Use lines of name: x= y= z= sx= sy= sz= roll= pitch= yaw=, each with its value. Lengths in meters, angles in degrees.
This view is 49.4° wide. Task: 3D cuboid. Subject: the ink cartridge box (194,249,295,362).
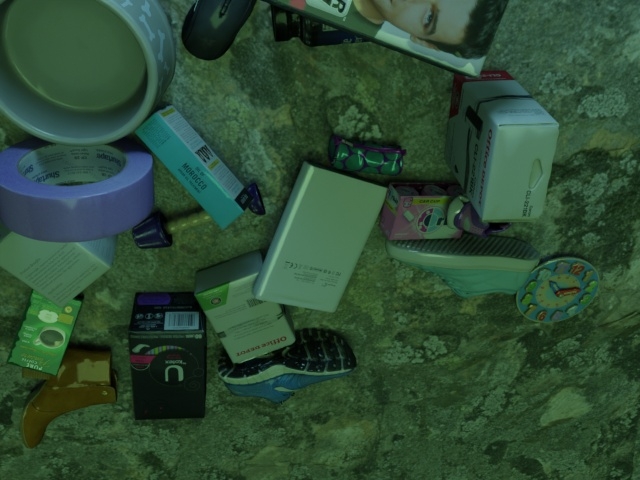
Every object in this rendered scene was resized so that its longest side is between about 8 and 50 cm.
ink cartridge box: x=-0.168 y=0.153 z=1.573 sx=0.160 sy=0.092 sz=0.219 roll=-19 pitch=123 yaw=3

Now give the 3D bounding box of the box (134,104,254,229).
box: x=-0.237 y=-0.141 z=1.332 sx=0.060 sy=0.100 sz=0.244 roll=-37 pitch=101 yaw=17

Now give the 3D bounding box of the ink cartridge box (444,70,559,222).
ink cartridge box: x=0.333 y=-0.184 z=1.323 sx=0.114 sy=0.273 sz=0.197 roll=-3 pitch=122 yaw=-6

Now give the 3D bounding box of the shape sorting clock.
shape sorting clock: x=0.578 y=0.125 z=1.694 sx=0.206 sy=0.040 sz=0.206 roll=-4 pitch=122 yaw=-6

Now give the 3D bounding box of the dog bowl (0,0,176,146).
dog bowl: x=-0.431 y=-0.316 z=1.206 sx=0.349 sy=0.102 sz=0.349 roll=-1 pitch=129 yaw=-2

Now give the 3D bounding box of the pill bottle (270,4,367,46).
pill bottle: x=0.024 y=-0.408 z=1.226 sx=0.219 sy=0.123 sz=0.123 roll=-6 pitch=123 yaw=-4

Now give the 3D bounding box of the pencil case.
pencil case: x=0.093 y=-0.173 z=1.420 sx=0.152 sy=0.064 sz=0.070 roll=6 pitch=146 yaw=-13

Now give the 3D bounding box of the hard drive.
hard drive: x=0.000 y=0.000 z=1.475 sx=0.203 sy=0.040 sz=0.307 roll=13 pitch=108 yaw=-30

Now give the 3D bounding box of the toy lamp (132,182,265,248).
toy lamp: x=-0.254 y=-0.046 z=1.446 sx=0.275 sy=0.080 sz=0.080 roll=-17 pitch=123 yaw=0

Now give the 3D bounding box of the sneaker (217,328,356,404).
sneaker: x=-0.077 y=0.312 z=1.689 sx=0.330 sy=0.130 sz=0.147 roll=-6 pitch=137 yaw=-1

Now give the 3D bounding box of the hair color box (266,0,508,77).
hair color box: x=0.105 y=-0.412 z=1.110 sx=0.374 sy=0.113 sz=0.185 roll=17 pitch=103 yaw=-11

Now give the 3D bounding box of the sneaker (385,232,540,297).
sneaker: x=0.310 y=0.067 z=1.564 sx=0.366 sy=0.135 sz=0.150 roll=9 pitch=118 yaw=-12

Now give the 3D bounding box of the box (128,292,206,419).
box: x=-0.344 y=0.267 z=1.591 sx=0.165 sy=0.143 sz=0.270 roll=0 pitch=123 yaw=-8

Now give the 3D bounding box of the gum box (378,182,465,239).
gum box: x=0.230 y=-0.063 z=1.492 sx=0.188 sy=0.062 sz=0.107 roll=-2 pitch=123 yaw=-22

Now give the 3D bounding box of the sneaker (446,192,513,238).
sneaker: x=0.379 y=-0.071 z=1.462 sx=0.236 sy=0.104 sz=0.095 roll=-28 pitch=133 yaw=-26

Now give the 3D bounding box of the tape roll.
tape roll: x=-0.443 y=-0.104 z=1.262 sx=0.275 sy=0.275 sz=0.090 roll=0 pitch=121 yaw=-8

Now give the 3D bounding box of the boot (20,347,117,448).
boot: x=-0.593 y=0.383 z=1.655 sx=0.211 sy=0.104 sz=0.295 roll=6 pitch=117 yaw=-11

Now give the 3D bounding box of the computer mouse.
computer mouse: x=-0.190 y=-0.446 z=1.208 sx=0.184 sy=0.060 sz=0.262 roll=30 pitch=114 yaw=-25

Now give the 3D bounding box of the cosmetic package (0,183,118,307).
cosmetic package: x=-0.529 y=0.002 z=1.390 sx=0.151 sy=0.151 sz=0.183 roll=-36 pitch=121 yaw=14

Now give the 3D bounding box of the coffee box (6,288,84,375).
coffee box: x=-0.605 y=0.196 z=1.531 sx=0.113 sy=0.040 sz=0.184 roll=18 pitch=94 yaw=-18
